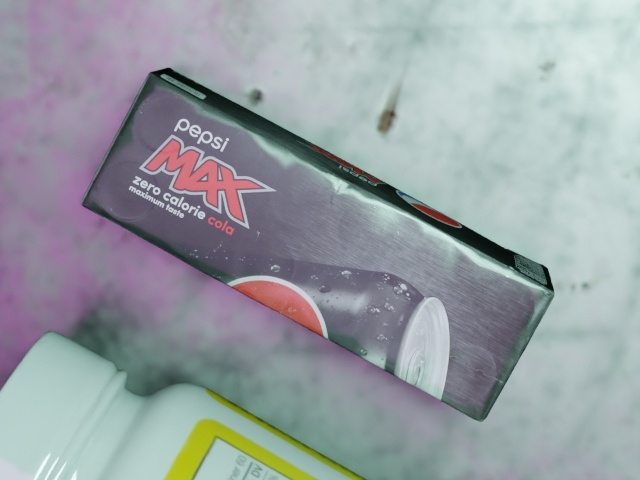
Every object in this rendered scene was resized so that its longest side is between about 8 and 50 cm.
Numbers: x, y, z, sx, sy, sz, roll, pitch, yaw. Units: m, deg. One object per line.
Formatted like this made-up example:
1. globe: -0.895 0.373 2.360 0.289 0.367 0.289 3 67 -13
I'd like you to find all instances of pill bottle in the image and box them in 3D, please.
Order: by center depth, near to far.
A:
1. pill bottle: -0.034 0.125 0.663 0.208 0.119 0.119 30 98 0

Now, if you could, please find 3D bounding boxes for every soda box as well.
1. soda box: 0.000 0.000 0.678 0.169 0.053 0.060 28 98 0
